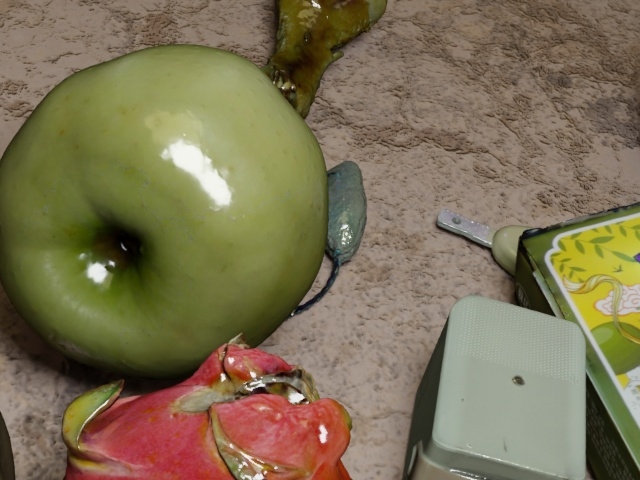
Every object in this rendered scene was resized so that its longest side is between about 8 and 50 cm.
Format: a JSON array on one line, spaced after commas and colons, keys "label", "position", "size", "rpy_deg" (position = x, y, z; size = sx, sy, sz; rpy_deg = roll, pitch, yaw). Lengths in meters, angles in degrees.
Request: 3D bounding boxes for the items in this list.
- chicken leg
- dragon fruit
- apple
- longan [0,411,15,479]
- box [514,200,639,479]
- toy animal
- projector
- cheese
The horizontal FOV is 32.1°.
[{"label": "chicken leg", "position": [-0.017, -0.316, 1.621], "size": [0.201, 0.152, 0.429], "rpy_deg": [11, 52, 12]}, {"label": "dragon fruit", "position": [-0.099, 0.225, 0.976], "size": [0.305, 0.225, 0.305], "rpy_deg": [10, 29, -6]}, {"label": "apple", "position": [-0.156, -0.031, 1.162], "size": [0.357, 0.357, 0.357], "rpy_deg": [8, 46, -8]}, {"label": "longan", "position": [-0.366, 0.216, 0.948], "size": [0.246, 0.215, 0.246], "rpy_deg": [-8, 54, 11]}, {"label": "box", "position": [0.460, 0.132, 1.236], "size": [0.373, 0.138, 0.420], "rpy_deg": [-14, 49, -7]}, {"label": "toy animal", "position": [0.007, 0.006, 1.371], "size": [0.079, 0.070, 0.253], "rpy_deg": [-3, 51, 31]}, {"label": "projector", "position": [0.175, 0.204, 1.143], "size": [0.163, 0.177, 0.242], "rpy_deg": [14, 44, -1]}, {"label": "cheese", "position": [0.242, 0.005, 1.446], "size": [0.192, 0.037, 0.097], "rpy_deg": [24, 45, 7]}]
